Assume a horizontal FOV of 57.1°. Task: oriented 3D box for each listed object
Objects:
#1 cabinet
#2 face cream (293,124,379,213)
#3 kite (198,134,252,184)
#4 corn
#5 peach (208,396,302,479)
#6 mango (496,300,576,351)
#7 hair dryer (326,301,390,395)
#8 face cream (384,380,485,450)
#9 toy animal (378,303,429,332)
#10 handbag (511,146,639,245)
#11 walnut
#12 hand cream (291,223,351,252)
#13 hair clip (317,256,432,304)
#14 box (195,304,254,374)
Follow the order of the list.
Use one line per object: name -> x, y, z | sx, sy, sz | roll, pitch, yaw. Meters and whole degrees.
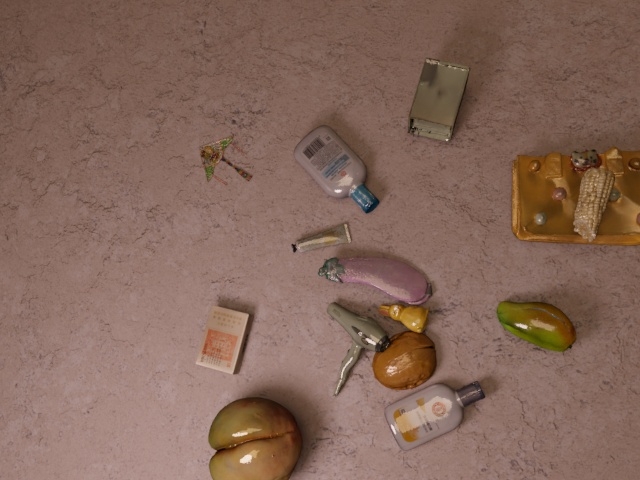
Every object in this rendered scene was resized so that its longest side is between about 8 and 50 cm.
cabinet -> 0.378, -0.446, 1.891 | 0.145, 0.150, 0.206 | 16, 82, 10
face cream -> 0.065, -0.227, 1.947 | 0.163, 0.080, 0.336 | -42, 73, 0
kite -> -0.336, -0.283, 2.088 | 0.244, 0.006, 0.198 | 30, 85, 17
corn -> 0.752, -0.105, 1.635 | 0.087, 0.087, 0.210 | 21, 75, 16
peach -> -0.192, 0.606, 1.734 | 0.292, 0.247, 0.292 | -7, 54, 10
mango -> 0.624, 0.236, 1.706 | 0.233, 0.111, 0.125 | 28, 73, 29
hair dryer -> 0.066, 0.316, 1.830 | 0.267, 0.092, 0.229 | -48, 57, 17
face cream -> 0.341, 0.499, 1.726 | 0.291, 0.071, 0.143 | -25, 73, 5
toy animal -> 0.249, 0.229, 1.807 | 0.159, 0.070, 0.083 | 18, 45, 24
handbag -> 0.782, -0.138, 1.752 | 0.401, 0.133, 0.282 | 1, 73, 13
walnut -> 0.251, 0.364, 1.768 | 0.211, 0.087, 0.167 | -32, 74, 4
hand cream -> 0.000, 0.000, 1.932 | 0.195, 0.042, 0.067 | -16, 73, 4
hair clip -> 0.176, 0.114, 1.854 | 0.359, 0.110, 0.095 | 8, 119, 10
box -> -0.311, 0.323, 1.918 | 0.141, 0.058, 0.201 | 13, 81, 15
